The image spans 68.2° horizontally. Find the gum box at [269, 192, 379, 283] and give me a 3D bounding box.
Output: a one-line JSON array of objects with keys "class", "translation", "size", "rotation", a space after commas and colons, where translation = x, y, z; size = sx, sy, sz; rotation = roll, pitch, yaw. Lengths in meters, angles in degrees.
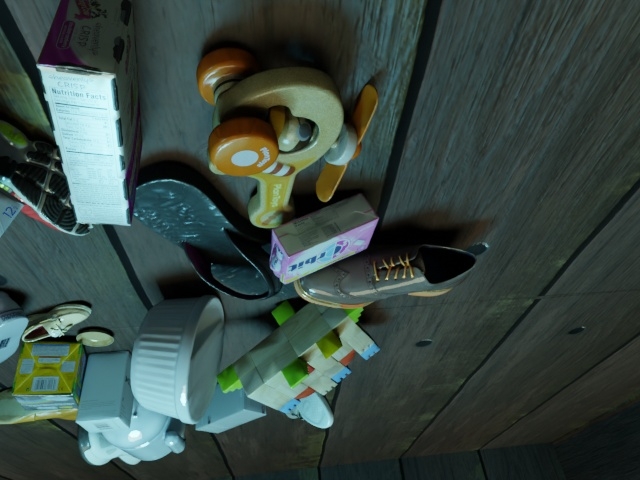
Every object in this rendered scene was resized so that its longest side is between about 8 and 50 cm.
[{"class": "gum box", "translation": [0.000, 0.000, 0.832], "size": [0.189, 0.062, 0.107], "rotation": [-23, 155, -20]}]

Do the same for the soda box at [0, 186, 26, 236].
[{"class": "soda box", "translation": [-0.520, -0.047, 0.603], "size": [0.287, 0.098, 0.091], "rotation": [9, 153, 29]}]

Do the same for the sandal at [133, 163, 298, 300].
[{"class": "sandal", "translation": [-0.172, 0.034, 0.874], "size": [0.168, 0.106, 0.446], "rotation": [-24, 141, 22]}]

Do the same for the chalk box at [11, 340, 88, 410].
[{"class": "chalk box", "translation": [-0.671, 0.349, 1.192], "size": [0.133, 0.131, 0.213], "rotation": [5, 149, -19]}]

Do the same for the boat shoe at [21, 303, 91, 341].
[{"class": "boat shoe", "translation": [-0.588, 0.188, 1.050], "size": [0.170, 0.059, 0.063], "rotation": [-18, 143, 14]}]

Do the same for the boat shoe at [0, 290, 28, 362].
[{"class": "boat shoe", "translation": [-0.717, 0.202, 1.019], "size": [0.096, 0.088, 0.267], "rotation": [-21, 162, -51]}]

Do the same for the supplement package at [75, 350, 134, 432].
[{"class": "supplement package", "translation": [-0.555, 0.396, 1.241], "size": [0.105, 0.179, 0.105], "rotation": [-4, 144, -5]}]

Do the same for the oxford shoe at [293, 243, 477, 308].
[{"class": "oxford shoe", "translation": [0.129, 0.051, 0.920], "size": [0.364, 0.129, 0.133], "rotation": [-5, 163, -20]}]

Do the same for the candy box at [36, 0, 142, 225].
[{"class": "candy box", "translation": [-0.260, -0.150, 0.561], "size": [0.071, 0.159, 0.233], "rotation": [3, 142, -16]}]

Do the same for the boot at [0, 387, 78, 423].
[{"class": "boot", "translation": [-0.813, 0.509, 1.418], "size": [0.296, 0.104, 0.211], "rotation": [-13, 146, 5]}]

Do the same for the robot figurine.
[{"class": "robot figurine", "translation": [-0.531, 0.538, 1.424], "size": [0.300, 0.199, 0.353], "rotation": [22, 148, 18]}]

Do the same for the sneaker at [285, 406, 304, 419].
[{"class": "sneaker", "translation": [-0.072, 0.584, 1.657], "size": [0.101, 0.107, 0.271], "rotation": [3, 144, -17]}]

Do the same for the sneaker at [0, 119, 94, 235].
[{"class": "sneaker", "translation": [-0.446, -0.101, 0.671], "size": [0.119, 0.107, 0.279], "rotation": [-6, 146, 30]}]

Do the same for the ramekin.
[{"class": "ramekin", "translation": [-0.305, 0.248, 1.027], "size": [0.127, 0.272, 0.272], "rotation": [6, 144, 3]}]

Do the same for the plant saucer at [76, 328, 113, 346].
[{"class": "plant saucer", "translation": [-0.553, 0.237, 1.163], "size": [0.084, 0.015, 0.083], "rotation": [-5, 145, -3]}]

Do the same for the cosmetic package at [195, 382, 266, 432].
[{"class": "cosmetic package", "translation": [-0.287, 0.523, 1.515], "size": [0.238, 0.127, 0.107], "rotation": [-34, 136, 29]}]

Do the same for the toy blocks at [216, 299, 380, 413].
[{"class": "toy blocks", "translation": [-0.021, 0.291, 1.172], "size": [0.381, 0.190, 0.261], "rotation": [-39, 141, 0]}]

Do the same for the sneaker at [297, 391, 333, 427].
[{"class": "sneaker", "translation": [-0.008, 0.422, 1.351], "size": [0.147, 0.296, 0.104], "rotation": [4, 103, -33]}]

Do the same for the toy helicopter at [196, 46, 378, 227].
[{"class": "toy helicopter", "translation": [-0.048, -0.118, 0.705], "size": [0.235, 0.140, 0.355], "rotation": [-9, 156, -14]}]

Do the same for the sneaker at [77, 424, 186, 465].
[{"class": "sneaker", "translation": [-0.627, 0.665, 1.653], "size": [0.258, 0.169, 0.447], "rotation": [-18, 152, 0]}]
